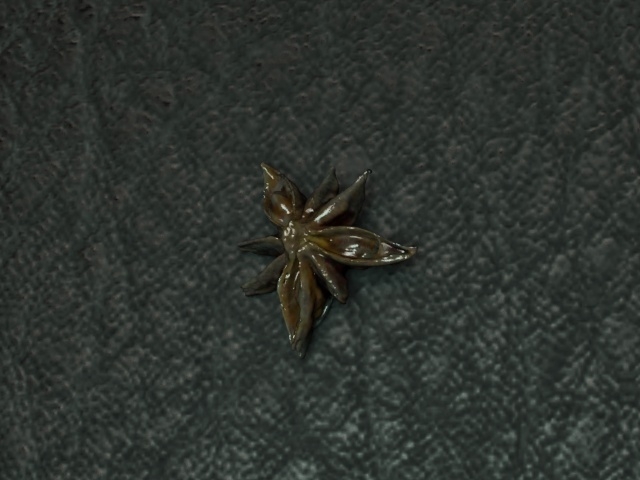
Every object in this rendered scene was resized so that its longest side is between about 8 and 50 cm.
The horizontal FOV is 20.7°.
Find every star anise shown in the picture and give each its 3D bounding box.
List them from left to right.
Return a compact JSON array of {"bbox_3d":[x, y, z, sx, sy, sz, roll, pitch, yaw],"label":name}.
[{"bbox_3d":[-0.008,-0.006,1.172,0.124,0.056,0.129,-44,63,16],"label":"star anise"}]
